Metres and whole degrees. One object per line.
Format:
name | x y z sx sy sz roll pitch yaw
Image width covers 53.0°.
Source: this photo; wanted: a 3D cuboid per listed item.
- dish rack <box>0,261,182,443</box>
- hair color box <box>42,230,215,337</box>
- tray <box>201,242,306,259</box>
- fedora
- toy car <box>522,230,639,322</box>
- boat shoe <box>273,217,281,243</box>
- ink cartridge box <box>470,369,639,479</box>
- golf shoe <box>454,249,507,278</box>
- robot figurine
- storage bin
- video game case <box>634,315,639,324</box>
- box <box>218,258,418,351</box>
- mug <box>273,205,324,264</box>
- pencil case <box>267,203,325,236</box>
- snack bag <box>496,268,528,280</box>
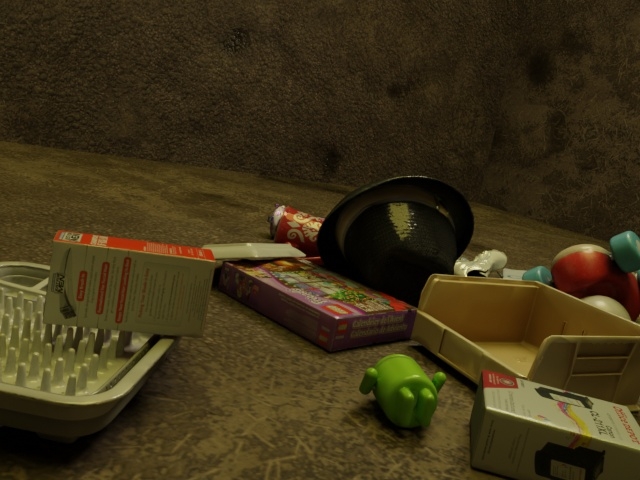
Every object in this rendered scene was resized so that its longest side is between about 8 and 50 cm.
dish rack | -0.306 0.112 0.701 0.286 0.072 0.333 12 11 2
hair color box | -0.207 0.048 0.702 0.167 0.093 0.053 8 12 -18
tray | -0.136 0.022 1.247 0.145 0.030 0.270 -3 -2 17
fedora | 0.157 0.035 1.207 0.334 0.334 0.152 7 46 -21
toy car | 0.519 0.146 1.185 0.219 0.237 0.210 -28 -54 36
boat shoe | 0.000 0.000 1.572 0.228 0.068 0.081 12 11 5
ink cartridge box | 0.263 0.219 0.723 0.175 0.072 0.127 13 11 10
golf shoe | 0.402 0.075 1.601 0.176 0.069 0.086 -11 33 -19
robot figurine | 0.099 0.179 0.772 0.101 0.067 0.115 3 12 -10
storage bin | 0.319 0.152 0.988 0.261 0.123 0.262 6 13 -28
video game case | 0.684 0.173 1.495 0.206 0.026 0.227 2 14 -38
box | -0.008 0.099 1.098 0.201 0.057 0.293 -1 16 -45
mug | -0.017 0.014 1.477 0.169 0.150 0.113 16 -25 4
pencil case | -0.030 -0.033 1.659 0.206 0.088 0.086 14 -8 5
snack bag | 0.600 0.113 1.584 0.323 0.037 0.342 6 4 15
